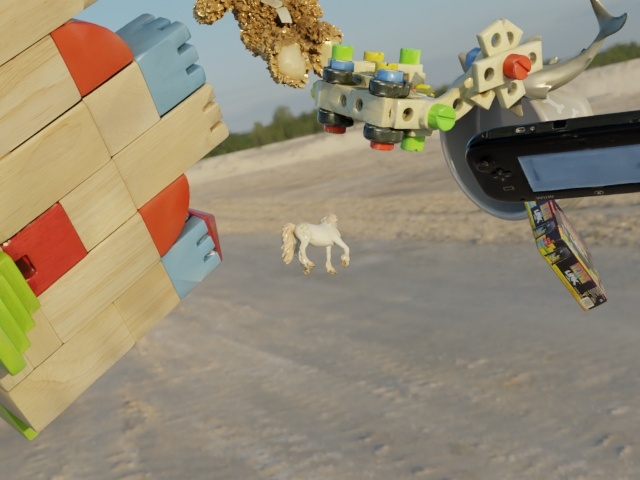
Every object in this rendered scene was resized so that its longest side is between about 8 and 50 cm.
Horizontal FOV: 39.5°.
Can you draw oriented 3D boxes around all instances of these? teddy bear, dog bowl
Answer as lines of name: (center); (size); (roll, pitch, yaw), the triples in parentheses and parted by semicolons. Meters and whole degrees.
teddy bear: (-0.095, -0.385, 1.500); (0.245, 0.338, 0.113); (-45, -6, -37)
dog bowl: (0.370, -0.197, 1.741); (0.102, 0.349, 0.348); (-24, 11, -30)

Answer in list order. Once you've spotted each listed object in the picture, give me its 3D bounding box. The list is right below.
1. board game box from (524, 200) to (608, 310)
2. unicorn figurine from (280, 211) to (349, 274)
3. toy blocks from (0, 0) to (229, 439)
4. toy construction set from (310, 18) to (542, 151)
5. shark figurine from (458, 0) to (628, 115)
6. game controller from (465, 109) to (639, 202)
board game box: (0.421, 0.017, 1.527); (0.048, 0.170, 0.141); (-29, 33, 23)
unicorn figurine: (0.000, 0.000, 1.433); (0.060, 0.111, 0.161); (-30, -27, 30)
toy blocks: (-0.183, -0.061, 0.621); (0.190, 0.382, 0.261); (22, 54, 37)
toy construction set: (0.116, -0.186, 1.131); (0.214, 0.151, 0.327); (-5, 5, -33)
shark figurine: (0.394, -0.285, 1.518); (0.278, 0.166, 0.116); (-19, 31, 16)
game controller: (0.360, -0.107, 1.184); (0.319, 0.166, 0.067); (-4, 55, 25)
